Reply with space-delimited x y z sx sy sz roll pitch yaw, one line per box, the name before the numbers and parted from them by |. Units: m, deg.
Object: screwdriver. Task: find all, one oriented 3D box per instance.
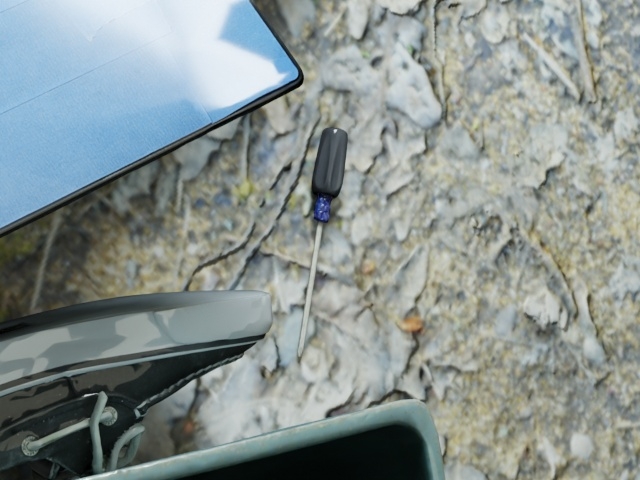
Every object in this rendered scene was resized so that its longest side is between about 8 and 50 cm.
screwdriver | 0.000 0.000 1.276 0.024 0.025 0.170 16 73 -33

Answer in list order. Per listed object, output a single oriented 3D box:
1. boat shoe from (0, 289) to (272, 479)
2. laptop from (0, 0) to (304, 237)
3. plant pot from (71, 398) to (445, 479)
boat shoe | -0.162 0.101 1.089 0.306 0.113 0.105 -14 98 -34
laptop | -0.256 -0.219 0.933 0.382 0.236 0.408 -29 129 -23
plant pot | -0.081 0.239 1.035 0.247 0.252 0.248 -10 89 -33
